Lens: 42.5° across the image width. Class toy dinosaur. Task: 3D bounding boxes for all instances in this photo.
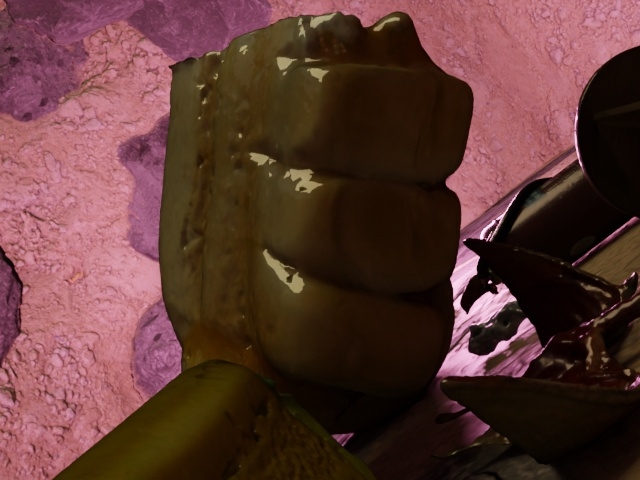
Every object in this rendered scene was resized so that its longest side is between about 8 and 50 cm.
[{"bbox_3d":[0.133,0.059,0.529,0.206,0.113,0.327,-41,-2,42],"label":"toy dinosaur"}]

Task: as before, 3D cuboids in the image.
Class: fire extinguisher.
[{"bbox_3d":[0.297,-0.032,0.967,0.341,0.105,0.141,-37,-31,3],"label":"fire extinguisher"}]

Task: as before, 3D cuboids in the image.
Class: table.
[{"bbox_3d":[0.336,-0.100,0.671,0.167,0.167,0.226,-36,6,-7],"label":"table"}]

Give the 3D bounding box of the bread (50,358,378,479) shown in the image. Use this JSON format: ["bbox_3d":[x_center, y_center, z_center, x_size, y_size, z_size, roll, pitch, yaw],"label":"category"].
[{"bbox_3d":[-0.072,0.173,0.368,0.112,0.166,0.383,-49,-4,14],"label":"bread"}]

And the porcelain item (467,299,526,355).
[{"bbox_3d":[0.179,0.087,0.820,0.083,0.028,0.036,-40,30,20],"label":"porcelain item"}]

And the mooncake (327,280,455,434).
[{"bbox_3d":[0.002,0.068,0.892,0.284,0.284,0.155,-37,2,3],"label":"mooncake"}]

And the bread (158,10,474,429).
[{"bbox_3d":[0.000,0.000,0.691,0.210,0.341,0.300,7,-9,-34],"label":"bread"}]
